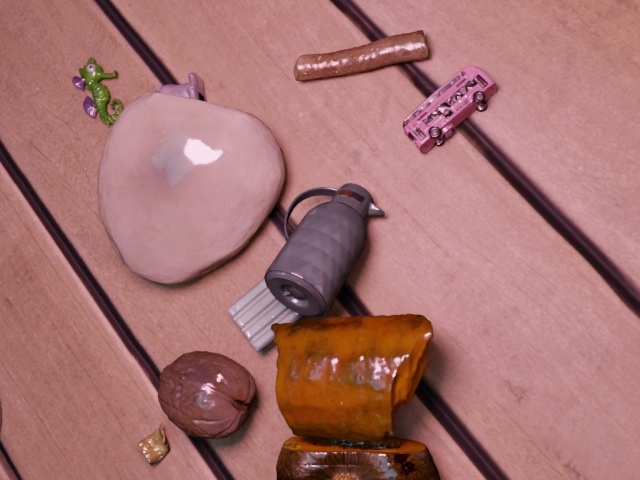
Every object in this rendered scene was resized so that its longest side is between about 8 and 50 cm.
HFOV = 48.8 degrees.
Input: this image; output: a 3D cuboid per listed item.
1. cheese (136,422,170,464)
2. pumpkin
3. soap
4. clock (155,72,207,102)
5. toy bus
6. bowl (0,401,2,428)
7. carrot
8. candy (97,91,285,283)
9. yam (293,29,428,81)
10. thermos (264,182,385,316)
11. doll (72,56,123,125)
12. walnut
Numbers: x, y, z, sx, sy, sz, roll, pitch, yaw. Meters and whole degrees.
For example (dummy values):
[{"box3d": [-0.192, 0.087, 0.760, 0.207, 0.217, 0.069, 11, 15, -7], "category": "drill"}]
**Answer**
[{"box3d": [-0.357, 0.445, 1.561, 0.084, 0.041, 0.060, -49, 64, 17], "category": "cheese"}, {"box3d": [0.067, 0.450, 1.332, 0.318, 0.222, 0.139, 2, 86, 16], "category": "pumpkin"}, {"box3d": [-0.087, 0.133, 1.508, 0.198, 0.066, 0.119, -40, 75, 8], "category": "soap"}, {"box3d": [-0.323, -0.291, 1.636, 0.117, 0.080, 0.176, -15, 77, 14], "category": "clock"}, {"box3d": [0.266, -0.272, 1.462, 0.203, 0.063, 0.090, -41, 70, 6], "category": "toy bus"}, {"box3d": [-0.928, 0.431, 1.684, 0.290, 0.146, 0.289, -2, 82, 17], "category": "bowl"}, {"box3d": [0.066, 0.261, 1.354, 0.341, 0.241, 0.241, -3, 81, 20], "category": "carrot"}, {"box3d": [-0.300, -0.106, 1.514, 0.386, 0.186, 0.426, 27, 104, 3], "category": "candy"}, {"box3d": [0.086, -0.397, 1.535, 0.300, 0.066, 0.066, -9, 80, 15], "category": "yam"}, {"box3d": [0.000, 0.000, 1.428, 0.182, 0.145, 0.286, 23, 58, 12], "category": "thermos"}, {"box3d": [-0.539, -0.366, 1.731, 0.115, 0.050, 0.190, -28, 77, 19], "category": "doll"}, {"box3d": [-0.248, 0.320, 1.484, 0.231, 0.178, 0.178, 16, 87, 30], "category": "walnut"}]
